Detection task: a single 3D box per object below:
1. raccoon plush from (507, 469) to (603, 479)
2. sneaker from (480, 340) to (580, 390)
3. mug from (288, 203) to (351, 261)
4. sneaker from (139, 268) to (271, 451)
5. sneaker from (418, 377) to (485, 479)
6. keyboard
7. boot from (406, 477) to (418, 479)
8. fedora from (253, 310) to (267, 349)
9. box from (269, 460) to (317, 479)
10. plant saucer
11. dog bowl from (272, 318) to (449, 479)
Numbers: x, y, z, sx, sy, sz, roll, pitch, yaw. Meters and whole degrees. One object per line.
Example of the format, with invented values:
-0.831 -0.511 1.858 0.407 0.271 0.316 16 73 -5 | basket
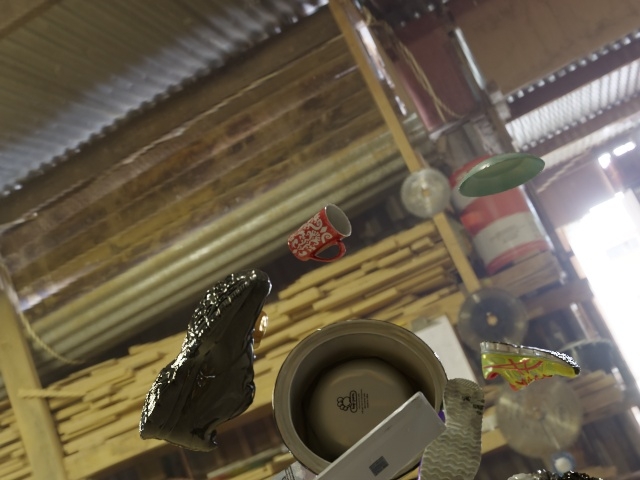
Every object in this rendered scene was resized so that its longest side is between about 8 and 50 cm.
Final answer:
0.494 0.529 1.021 0.446 0.216 0.299 -3 34 16 | raccoon plush
0.423 0.264 1.430 0.208 0.094 0.081 4 -9 41 | sneaker
-0.007 -0.006 2.081 0.169 0.150 0.113 -34 -51 29 | mug
-0.134 0.166 0.955 0.286 0.130 0.109 -57 18 16 | sneaker
0.256 0.418 1.367 0.293 0.102 0.146 -55 -23 -50 | sneaker
0.080 0.329 1.048 0.256 0.072 0.014 -33 -2 -24 | keyboard
0.180 0.544 1.483 0.219 0.082 0.106 -37 -35 23 | boot
-0.177 0.210 1.695 0.079 0.194 0.194 18 -25 -11 | fedora
-0.016 0.667 1.663 0.142 0.247 0.163 -36 -57 0 | box
0.394 -0.152 1.546 0.195 0.037 0.195 -12 -19 -4 | plant saucer
0.099 0.395 1.652 0.408 0.408 0.150 -22 -36 -9 | dog bowl
